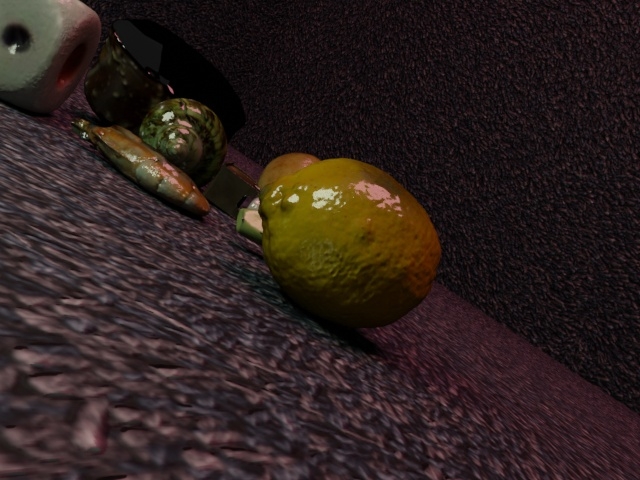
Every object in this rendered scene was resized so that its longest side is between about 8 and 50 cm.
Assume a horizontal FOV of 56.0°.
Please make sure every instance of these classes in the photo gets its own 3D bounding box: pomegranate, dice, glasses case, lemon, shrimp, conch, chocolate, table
[{"bbox_3d":[-0.060,-0.100,1.349,0.196,0.196,0.196,31,6,-3],"label":"pomegranate"},{"bbox_3d":[-0.475,-0.324,0.946,0.192,0.194,0.193,32,7,-12],"label":"dice"},{"bbox_3d":[-0.113,-0.049,1.135,0.041,0.063,0.164,29,5,4],"label":"glasses case"},{"bbox_3d":[0.036,0.004,0.766,0.260,0.204,0.204,31,6,-11],"label":"lemon"},{"bbox_3d":[-0.268,-0.119,0.947,0.254,0.059,0.145,34,3,18],"label":"shrimp"},{"bbox_3d":[-0.255,-0.183,1.161,0.187,0.124,0.181,62,36,-22],"label":"conch"},{"bbox_3d":[-0.354,-0.302,1.311,0.340,0.210,0.225,33,33,-34],"label":"chocolate"},{"bbox_3d":[-0.166,-0.093,1.151,0.082,0.083,0.070,38,8,-3],"label":"table"}]

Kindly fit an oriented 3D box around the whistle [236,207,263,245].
[{"bbox_3d":[0.000,0.022,0.973,0.294,0.141,0.141,12,11,-15],"label":"whistle"}]
